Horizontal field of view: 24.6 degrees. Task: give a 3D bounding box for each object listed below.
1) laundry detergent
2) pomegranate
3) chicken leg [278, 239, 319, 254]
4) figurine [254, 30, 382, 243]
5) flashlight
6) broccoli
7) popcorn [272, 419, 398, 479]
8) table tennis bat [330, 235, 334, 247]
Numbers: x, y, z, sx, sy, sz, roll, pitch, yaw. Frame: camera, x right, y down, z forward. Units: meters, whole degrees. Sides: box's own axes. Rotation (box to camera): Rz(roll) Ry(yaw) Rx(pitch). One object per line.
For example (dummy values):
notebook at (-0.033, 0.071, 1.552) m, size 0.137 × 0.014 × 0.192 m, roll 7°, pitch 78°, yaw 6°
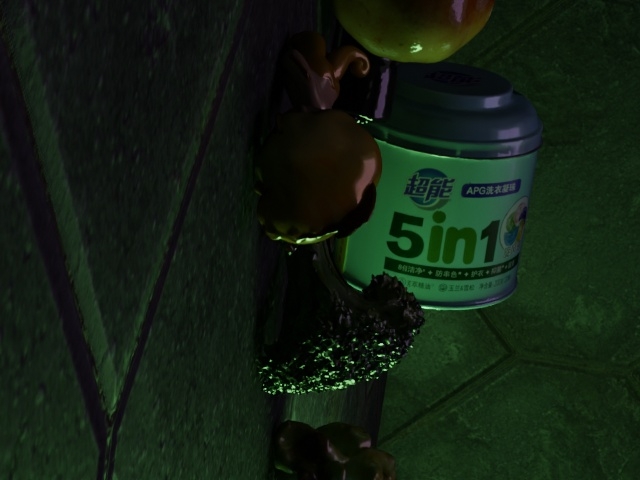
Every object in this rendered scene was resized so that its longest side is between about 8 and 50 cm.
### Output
laundry detergent at (0.171, -0.093, 2.155) m, size 0.287 × 0.287 × 0.305 m, roll -65°, pitch 163°, yaw -67°
pomegranate at (0.107, -0.310, 1.747) m, size 0.209 × 0.209 × 0.209 m, roll 9°, pitch 90°, yaw -83°
chicken leg at (-0.026, -0.021, 1.589) m, size 0.178 × 0.070 × 0.093 m, roll 113°, pitch -12°, yaw -76°
figurine at (-0.002, -0.100, 1.463) m, size 0.156 × 0.131 × 0.246 m, roll 54°, pitch 29°, yaw -53°
flashlight at (0.085, -0.352, 1.899) m, size 0.103 × 0.103 × 0.423 m, roll 13°, pitch 87°, yaw -83°
broccoli at (0.012, 0.077, 1.688) m, size 0.194 × 0.220 × 0.194 m, roll 171°, pitch -90°, yaw -67°
popcorn at (0.006, 0.325, 1.922) m, size 0.212 × 0.198 × 0.198 m, roll 56°, pitch 37°, yaw -41°
table tennis bat at (0.000, 0.000, 1.903) m, size 0.200 × 0.038 × 0.310 m, roll 89°, pitch 12°, yaw -56°
